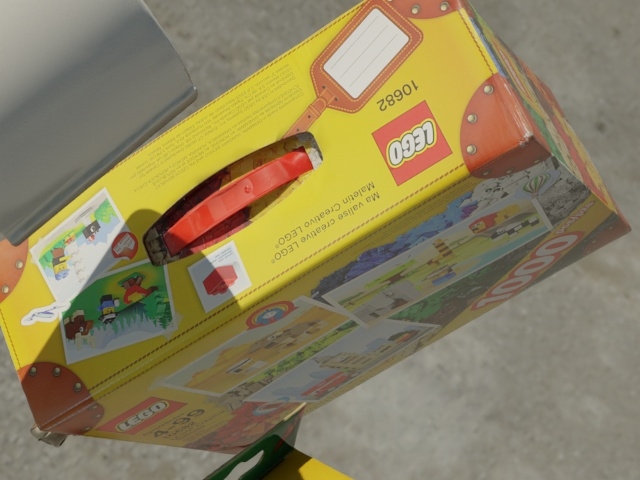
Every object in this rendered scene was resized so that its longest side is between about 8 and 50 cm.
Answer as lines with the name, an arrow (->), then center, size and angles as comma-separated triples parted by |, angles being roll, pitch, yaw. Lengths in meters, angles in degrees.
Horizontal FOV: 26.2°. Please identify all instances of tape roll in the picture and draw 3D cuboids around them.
tape roll -> -0.225, -0.140, 0.952 | 0.246, 0.169, 0.246 | 48, -8, 9

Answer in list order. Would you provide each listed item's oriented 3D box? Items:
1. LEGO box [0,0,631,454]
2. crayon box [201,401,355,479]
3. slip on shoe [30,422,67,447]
LEGO box -> 0.000, 0.000, 1.317 | 0.372, 0.500, 0.193 | 24, 38, -62
crayon box -> -0.064, 0.318, 1.162 | 0.081, 0.318, 0.202 | 25, 34, 25
slip on shoe -> -0.288, 0.204, 1.585 | 0.041, 0.135, 0.051 | 43, 42, -10
